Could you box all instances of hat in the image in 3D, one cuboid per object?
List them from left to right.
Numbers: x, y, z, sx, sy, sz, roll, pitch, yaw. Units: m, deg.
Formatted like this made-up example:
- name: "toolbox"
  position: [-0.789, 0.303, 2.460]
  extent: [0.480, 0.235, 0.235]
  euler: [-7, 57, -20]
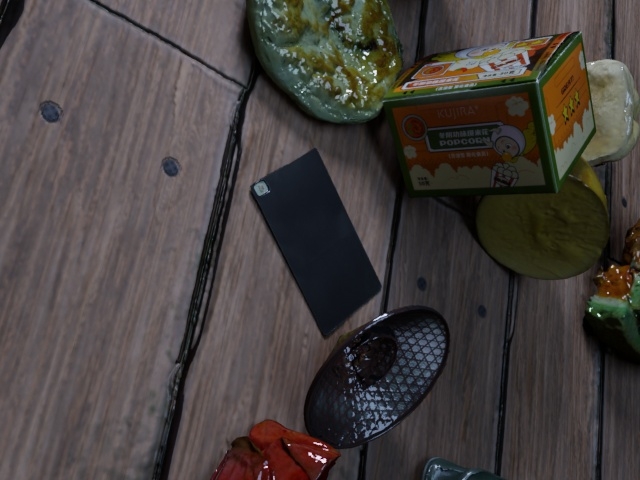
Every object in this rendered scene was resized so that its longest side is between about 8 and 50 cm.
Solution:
- name: "hat"
  position: [0.045, 0.131, 0.802]
  extent: [0.193, 0.082, 0.193]
  euler: [-22, 133, -26]

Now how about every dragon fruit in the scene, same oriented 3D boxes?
- name: "dragon fruit"
  position: [-0.079, 0.259, 0.686]
  extent: [0.092, 0.122, 0.192]
  euler: [35, 54, 17]

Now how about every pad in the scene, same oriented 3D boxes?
- name: "pad"
  position: [0.000, 0.000, 0.834]
  extent: [0.116, 0.004, 0.193]
  euler: [-36, 105, -39]

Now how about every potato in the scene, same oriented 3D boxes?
- name: "potato"
  position: [0.311, -0.068, 1.017]
  extent: [0.203, 0.178, 0.158]
  euler: [48, 42, -33]

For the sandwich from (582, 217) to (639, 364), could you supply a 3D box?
- name: "sandwich"
  position: [0.580, 0.069, 1.215]
  extent: [0.250, 0.162, 0.301]
  euler: [37, 62, -34]

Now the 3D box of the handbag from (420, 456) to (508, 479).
- name: "handbag"
  position: [0.202, 0.413, 0.871]
  extent: [0.260, 0.079, 0.247]
  euler: [32, 63, -34]

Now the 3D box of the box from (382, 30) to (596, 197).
- name: "box"
  position: [0.212, -0.157, 0.896]
  extent: [0.177, 0.195, 0.148]
  euler: [-43, 124, -44]

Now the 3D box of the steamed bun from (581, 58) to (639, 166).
- name: "steamed bun"
  position: [0.456, -0.192, 1.194]
  extent: [0.155, 0.141, 0.172]
  euler: [12, 76, -53]

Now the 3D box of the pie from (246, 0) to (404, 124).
- name: "pie"
  position: [0.011, -0.250, 0.866]
  extent: [0.240, 0.054, 0.240]
  euler: [11, 74, -41]
